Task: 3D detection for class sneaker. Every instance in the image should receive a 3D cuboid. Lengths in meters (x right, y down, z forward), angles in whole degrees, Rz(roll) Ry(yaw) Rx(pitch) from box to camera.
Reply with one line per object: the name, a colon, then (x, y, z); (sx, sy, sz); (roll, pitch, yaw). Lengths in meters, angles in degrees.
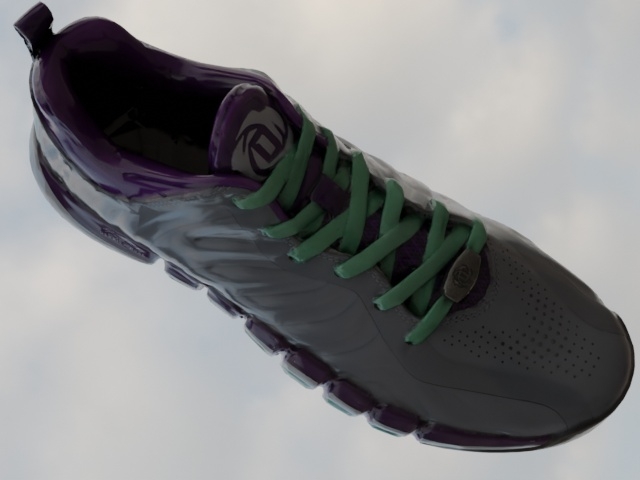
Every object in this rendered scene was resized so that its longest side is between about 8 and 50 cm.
sneaker: (0.000, 0.000, 0.406); (0.098, 0.223, 0.083); (96, -161, -74)
